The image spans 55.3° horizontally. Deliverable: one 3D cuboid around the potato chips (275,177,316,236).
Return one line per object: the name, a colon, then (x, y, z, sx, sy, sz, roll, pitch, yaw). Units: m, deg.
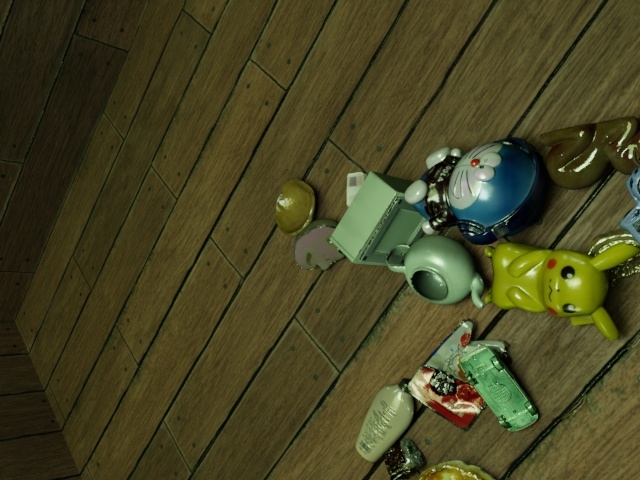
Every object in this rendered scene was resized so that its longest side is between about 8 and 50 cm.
potato chips: (-0.071, -0.106, 1.997, 0.208, 0.062, 0.195, -12, 71, 48)

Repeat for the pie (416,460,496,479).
pie: (0.364, 0.711, 1.534, 0.315, 0.092, 0.315, -2, 87, 37)

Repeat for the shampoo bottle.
shampoo bottle: (0.188, 0.494, 1.710, 0.127, 0.078, 0.256, 42, 113, 39)

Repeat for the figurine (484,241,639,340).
figurine: (0.527, 0.102, 1.378, 0.327, 0.169, 0.218, 12, 110, 55)

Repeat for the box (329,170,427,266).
box: (0.182, -0.051, 1.669, 0.117, 0.225, 0.225, 45, 115, 34)

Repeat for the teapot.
teapot: (0.303, 0.082, 1.578, 0.294, 0.129, 0.193, 21, 136, 27)

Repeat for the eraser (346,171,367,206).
eraser: (0.112, -0.155, 1.873, 0.065, 0.026, 0.105, -5, 82, 38)

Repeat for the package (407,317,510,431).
package: (0.364, 0.340, 1.583, 0.194, 0.071, 0.269, 37, 116, 30)

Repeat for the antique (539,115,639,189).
antique: (0.625, -0.194, 1.367, 0.257, 0.121, 0.143, -8, 89, 41)

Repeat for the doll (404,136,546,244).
doll: (0.393, -0.122, 1.490, 0.310, 0.240, 0.284, -6, 55, 52)

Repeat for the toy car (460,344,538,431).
toy car: (0.434, 0.355, 1.485, 0.090, 0.076, 0.224, -36, 92, 20)

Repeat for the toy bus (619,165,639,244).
toy bus: (0.710, -0.018, 1.229, 0.133, 0.125, 0.292, -44, 77, 36)

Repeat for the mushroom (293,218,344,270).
mushroom: (0.000, 0.000, 1.902, 0.188, 0.141, 0.117, -35, 30, 30)

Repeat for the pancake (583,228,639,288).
pancake: (0.673, 0.062, 1.364, 0.190, 0.020, 0.184, -49, 58, 27)

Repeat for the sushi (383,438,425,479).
sushi: (0.224, 0.594, 1.656, 0.084, 0.098, 0.094, -48, 53, 24)
